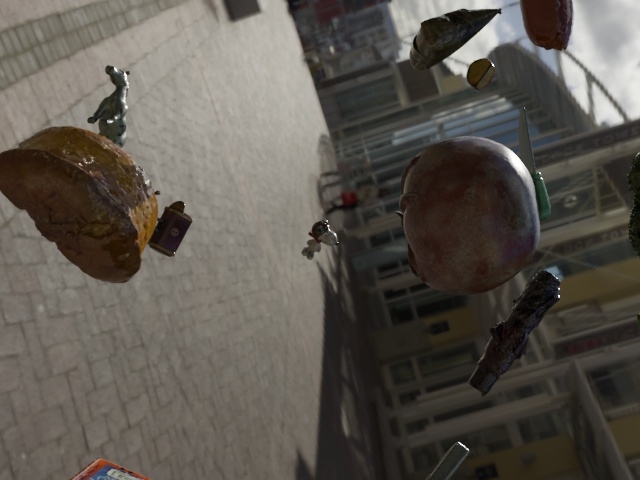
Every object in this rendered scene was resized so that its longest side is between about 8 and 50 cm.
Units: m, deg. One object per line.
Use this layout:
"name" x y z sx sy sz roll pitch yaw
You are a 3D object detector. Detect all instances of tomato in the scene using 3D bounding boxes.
"tomato" 0.285 -0.048 1.539 0.317 0.283 0.316 -7 90 -78

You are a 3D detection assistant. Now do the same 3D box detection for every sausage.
"sausage" 0.405 -0.522 1.437 0.097 0.094 0.348 -36 116 -65

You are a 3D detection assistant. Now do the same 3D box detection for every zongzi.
"zongzi" 0.380 -0.592 2.250 0.221 0.242 0.112 140 -74 -79

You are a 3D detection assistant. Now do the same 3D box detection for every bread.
"bread" -0.425 -0.083 1.464 0.340 0.179 0.194 50 36 -20

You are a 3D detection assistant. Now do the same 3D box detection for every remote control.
"remote control" 0.186 0.505 1.496 0.038 0.285 0.123 39 -42 18

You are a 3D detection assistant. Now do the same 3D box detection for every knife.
"knife" 0.477 -0.172 1.764 0.063 0.035 0.260 162 -82 -80

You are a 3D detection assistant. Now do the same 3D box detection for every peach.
"peach" 0.443 -0.453 2.140 0.050 0.078 0.083 39 47 -52

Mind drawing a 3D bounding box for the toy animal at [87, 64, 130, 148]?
"toy animal" -0.544 -0.316 2.007 0.170 0.090 0.254 -62 170 -74

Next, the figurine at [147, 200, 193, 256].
"figurine" -0.421 -0.043 2.126 0.098 0.154 0.082 32 -11 -38

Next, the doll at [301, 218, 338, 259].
"doll" -0.006 -0.003 1.458 0.058 0.085 0.040 52 40 -14

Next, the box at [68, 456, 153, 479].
"box" -0.336 0.609 1.373 0.318 0.349 0.256 -26 134 -78

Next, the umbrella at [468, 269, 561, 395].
"umbrella" 0.446 0.213 1.789 0.090 0.326 0.094 33 -2 25

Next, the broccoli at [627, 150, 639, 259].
"broccoli" 0.641 -0.042 1.217 0.303 0.321 0.283 58 31 -22

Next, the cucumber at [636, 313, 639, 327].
"cucumber" 0.586 0.175 1.282 0.155 0.037 0.037 40 -4 17
